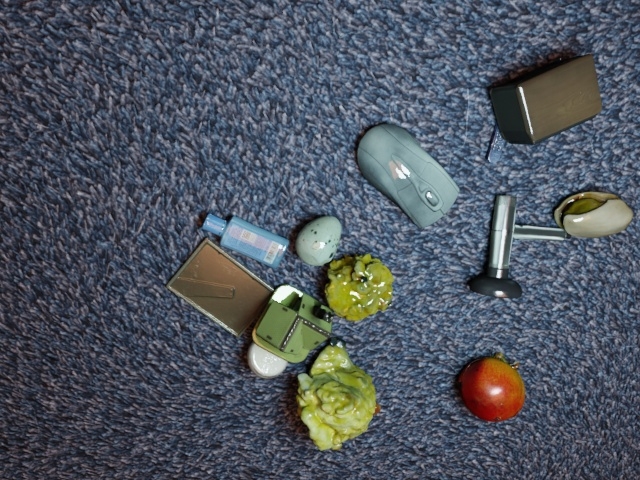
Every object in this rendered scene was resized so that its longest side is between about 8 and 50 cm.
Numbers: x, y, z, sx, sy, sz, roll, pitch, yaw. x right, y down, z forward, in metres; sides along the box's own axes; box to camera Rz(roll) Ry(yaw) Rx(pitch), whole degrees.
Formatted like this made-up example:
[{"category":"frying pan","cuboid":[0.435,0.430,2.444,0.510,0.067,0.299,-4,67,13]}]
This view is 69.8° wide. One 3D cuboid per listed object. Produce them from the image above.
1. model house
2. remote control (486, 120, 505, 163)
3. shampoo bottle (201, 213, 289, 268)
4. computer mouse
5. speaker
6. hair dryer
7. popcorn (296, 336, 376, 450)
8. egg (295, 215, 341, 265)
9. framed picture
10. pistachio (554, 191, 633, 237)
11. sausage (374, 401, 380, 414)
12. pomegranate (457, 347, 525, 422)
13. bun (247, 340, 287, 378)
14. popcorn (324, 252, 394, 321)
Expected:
[{"category":"model house","cuboid":[-0.063,0.265,1.347,0.205,0.279,0.218,31,82,-13]},{"category":"remote control","cuboid":[0.540,-0.310,1.396,0.044,0.027,0.152,15,102,-2]},{"category":"shampoo bottle","cuboid":[-0.231,-0.008,1.395,0.259,0.061,0.103,25,103,-11]},{"category":"computer mouse","cuboid":[0.267,-0.185,1.364,0.371,0.122,0.188,42,99,-17]},{"category":"speaker","cuboid":[0.633,-0.397,1.301,0.231,0.153,0.192,-25,107,-5]},{"category":"hair dryer","cuboid":[0.650,0.038,1.441,0.284,0.156,0.319,14,95,2]},{"category":"popcorn","cuboid":[0.041,0.515,1.468,0.293,0.293,0.237,29,119,-12]},{"category":"egg","cuboid":[0.000,0.000,1.381,0.131,0.131,0.164,41,95,-14]},{"category":"framed picture","cuboid":[-0.310,0.155,1.456,0.289,0.016,0.213,39,99,-13]},{"category":"pistachio","cuboid":[0.847,-0.076,1.428,0.238,0.137,0.153,5,116,-11]},{"category":"sausage","cuboid":[0.149,0.605,1.607,0.131,0.039,0.041,-25,98,1]},{"category":"pomegranate","cuboid":[0.573,0.483,1.529,0.210,0.210,0.235,46,65,-14]},{"category":"bun","cuboid":[-0.178,0.376,1.492,0.138,0.094,0.138,7,75,-27]},{"category":"popcorn","cuboid":[0.116,0.139,1.403,0.218,0.169,0.189,-26,104,-14]}]
